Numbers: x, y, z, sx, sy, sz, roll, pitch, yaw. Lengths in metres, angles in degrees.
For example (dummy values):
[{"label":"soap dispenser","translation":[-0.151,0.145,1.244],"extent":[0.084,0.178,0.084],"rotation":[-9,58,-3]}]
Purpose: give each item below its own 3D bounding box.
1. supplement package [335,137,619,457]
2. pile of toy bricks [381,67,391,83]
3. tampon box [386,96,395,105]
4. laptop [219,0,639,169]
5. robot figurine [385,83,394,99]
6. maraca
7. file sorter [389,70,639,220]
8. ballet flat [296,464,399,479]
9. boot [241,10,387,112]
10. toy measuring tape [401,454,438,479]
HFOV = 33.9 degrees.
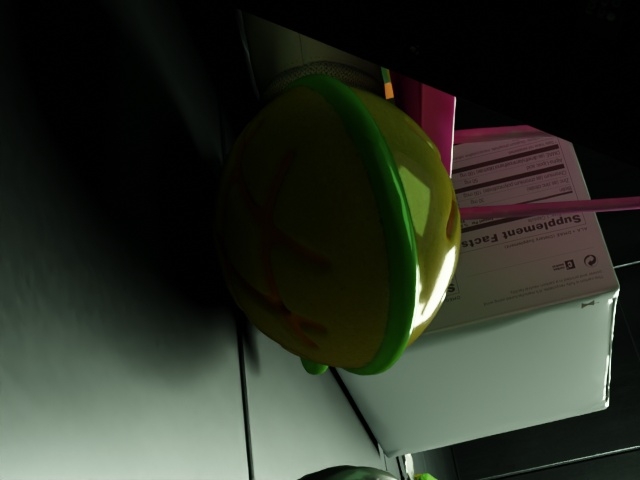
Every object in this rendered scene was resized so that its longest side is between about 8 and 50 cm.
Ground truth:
[{"label":"supplement package","translation":[0.116,0.053,0.846],"extent":[0.262,0.204,0.145],"rotation":[65,12,-60]},{"label":"pile of toy bricks","translation":[0.025,-0.140,0.894],"extent":[0.212,0.105,0.118],"rotation":[-91,166,-62]},{"label":"tampon box","translation":[0.060,-0.033,0.987],"extent":[0.161,0.101,0.121],"rotation":[67,11,-54]},{"label":"laptop","translation":[0.054,-0.284,0.346],"extent":[0.236,0.407,0.382],"rotation":[-42,151,-48]},{"label":"robot figurine","translation":[0.046,-0.185,1.076],"extent":[0.128,0.158,0.219],"rotation":[38,-27,51]},{"label":"maraca","translation":[0.000,0.000,0.462],"extent":[0.185,0.099,0.127],"rotation":[138,-61,-69]},{"label":"file sorter","translation":[0.132,-0.175,0.594],"extent":[0.291,0.182,0.202],"rotation":[85,0,-51]},{"label":"ballet flat","translation":[0.004,0.131,0.411],"extent":[0.068,0.072,0.213],"rotation":[47,-15,38]},{"label":"boot","translation":[-0.002,-0.145,0.727],"extent":[0.262,0.095,0.204],"rotation":[23,55,-84]},{"label":"toy measuring tape","translation":[0.144,0.253,1.084],"extent":[0.121,0.121,0.330],"rotation":[12,65,-83]}]
